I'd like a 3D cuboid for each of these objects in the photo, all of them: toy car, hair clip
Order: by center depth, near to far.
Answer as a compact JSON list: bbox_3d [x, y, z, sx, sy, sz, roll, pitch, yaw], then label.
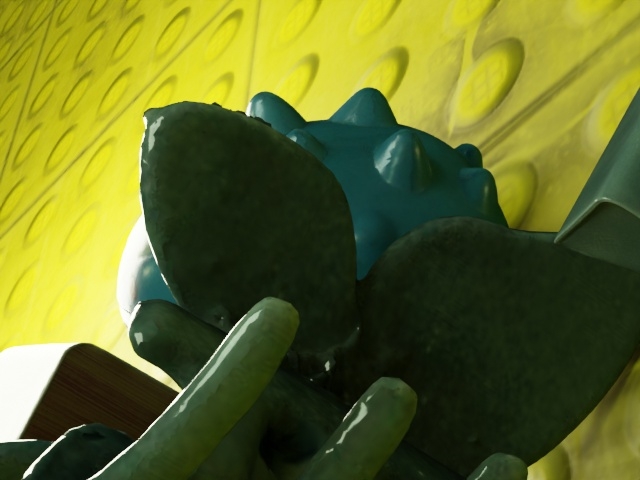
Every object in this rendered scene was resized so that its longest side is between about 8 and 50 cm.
[{"bbox_3d":[0.006,0.132,0.691,0.392,0.318,0.238,-53,24,3],"label":"hair clip"},{"bbox_3d":[0.000,0.000,0.932,0.188,0.255,0.190,-131,40,-78],"label":"toy car"}]

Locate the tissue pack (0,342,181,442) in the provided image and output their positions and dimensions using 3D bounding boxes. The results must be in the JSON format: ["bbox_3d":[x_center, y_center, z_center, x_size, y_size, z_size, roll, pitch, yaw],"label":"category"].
[{"bbox_3d":[-0.109,0.184,0.922,0.136,0.246,0.159,-7,55,62],"label":"tissue pack"}]

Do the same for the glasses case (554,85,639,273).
[{"bbox_3d":[0.223,-0.094,0.768,0.105,0.056,0.266,21,61,22],"label":"glasses case"}]
